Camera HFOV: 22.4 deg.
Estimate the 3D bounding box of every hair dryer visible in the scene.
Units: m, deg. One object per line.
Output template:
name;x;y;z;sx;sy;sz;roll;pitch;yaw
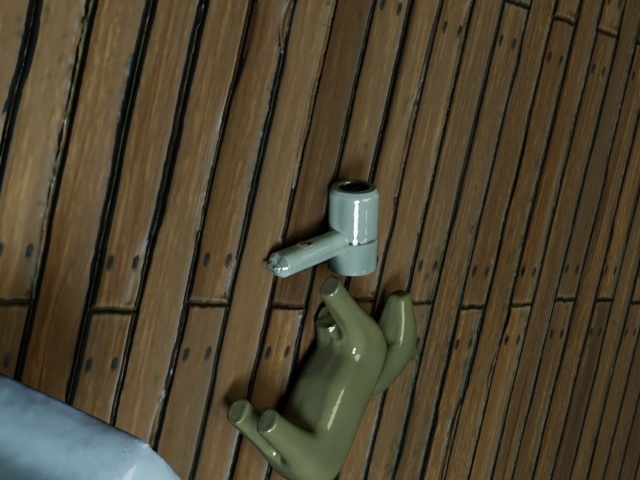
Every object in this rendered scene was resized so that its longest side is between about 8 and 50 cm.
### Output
hair dryer;0.000;0.000;1.471;0.137;0.047;0.082;-22;121;-44

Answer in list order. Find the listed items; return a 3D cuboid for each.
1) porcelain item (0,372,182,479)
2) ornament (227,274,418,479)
porcelain item;-0.251;0.295;1.026;0.405;0.243;0.178;-62;165;-23
ornament;0.020;0.125;1.537;0.230;0.061;0.245;-65;151;-19
